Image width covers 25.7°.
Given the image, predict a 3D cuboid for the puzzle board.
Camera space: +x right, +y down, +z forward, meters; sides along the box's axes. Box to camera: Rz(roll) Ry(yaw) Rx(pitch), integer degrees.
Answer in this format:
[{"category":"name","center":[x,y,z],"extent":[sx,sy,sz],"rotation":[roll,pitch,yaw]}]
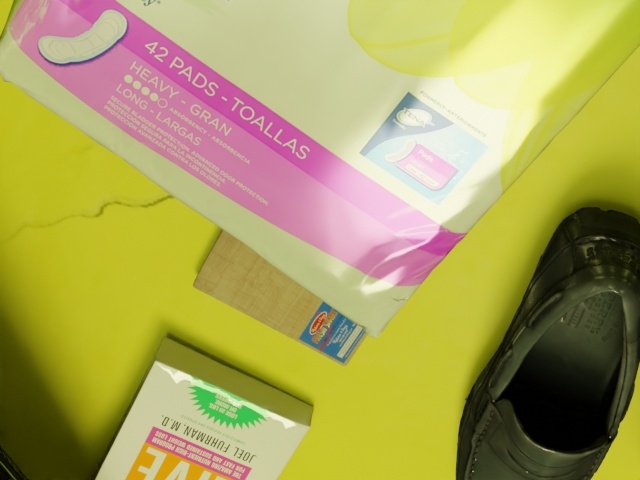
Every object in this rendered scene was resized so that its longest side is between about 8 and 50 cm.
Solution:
[{"category":"puzzle board","center":[0.000,0.000,0.737],"extent":[0.096,0.011,0.128],"rotation":[28,124,-5]}]

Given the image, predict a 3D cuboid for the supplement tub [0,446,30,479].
[{"category":"supplement tub","center":[-0.256,0.157,0.740],"extent":[0.193,0.193,0.316],"rotation":[-12,129,21]}]

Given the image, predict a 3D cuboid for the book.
[{"category":"book","center":[-0.077,0.132,0.829],"extent":[0.096,0.035,0.144],"rotation":[25,122,-6]}]

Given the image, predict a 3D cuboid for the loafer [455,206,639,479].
[{"category":"loafer","center":[0.115,0.087,0.721],"extent":[0.076,0.078,0.223],"rotation":[17,124,4]}]

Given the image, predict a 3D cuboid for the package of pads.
[{"category":"package of pads","center":[0.020,-0.132,0.594],"extent":[0.229,0.101,0.296],"rotation":[35,119,-8]}]
